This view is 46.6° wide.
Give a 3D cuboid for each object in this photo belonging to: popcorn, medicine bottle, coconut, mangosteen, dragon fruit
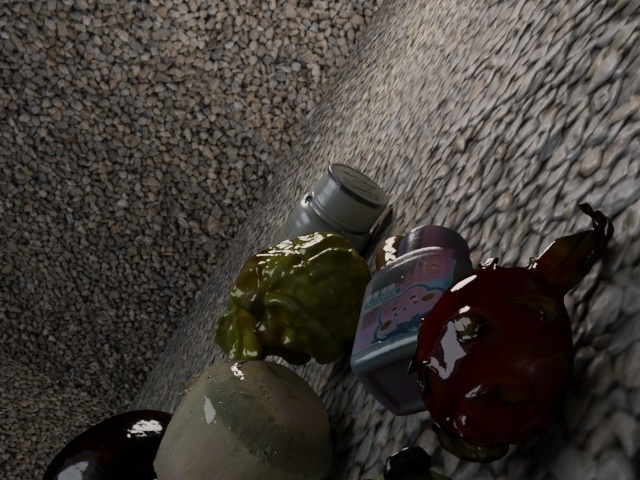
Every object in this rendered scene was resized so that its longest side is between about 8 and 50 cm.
[{"bbox_3d":[-0.032,0.091,1.060,0.217,0.180,0.235,-22,5,-36],"label":"popcorn"},{"bbox_3d":[0.000,0.000,1.307,0.258,0.144,0.143,-57,13,24],"label":"medicine bottle"},{"bbox_3d":[-0.105,0.277,0.951,0.234,0.224,0.224,-45,16,14],"label":"coconut"},{"bbox_3d":[-0.273,0.411,1.149,0.330,0.330,0.330,-57,13,20],"label":"mangosteen"},{"bbox_3d":[0.109,0.071,0.754,0.119,0.094,0.188,-26,29,31],"label":"medicine bottle"},{"bbox_3d":[0.164,0.063,0.602,0.246,0.125,0.125,-48,-11,-14],"label":"dragon fruit"}]

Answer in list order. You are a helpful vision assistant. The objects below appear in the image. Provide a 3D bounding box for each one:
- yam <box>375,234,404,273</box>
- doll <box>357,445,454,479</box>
[{"bbox_3d":[0.097,0.083,0.918,0.066,0.066,0.299,-55,12,28],"label":"yam"},{"bbox_3d":[0.034,0.258,0.594,0.234,0.144,0.135,-50,11,45],"label":"doll"}]
